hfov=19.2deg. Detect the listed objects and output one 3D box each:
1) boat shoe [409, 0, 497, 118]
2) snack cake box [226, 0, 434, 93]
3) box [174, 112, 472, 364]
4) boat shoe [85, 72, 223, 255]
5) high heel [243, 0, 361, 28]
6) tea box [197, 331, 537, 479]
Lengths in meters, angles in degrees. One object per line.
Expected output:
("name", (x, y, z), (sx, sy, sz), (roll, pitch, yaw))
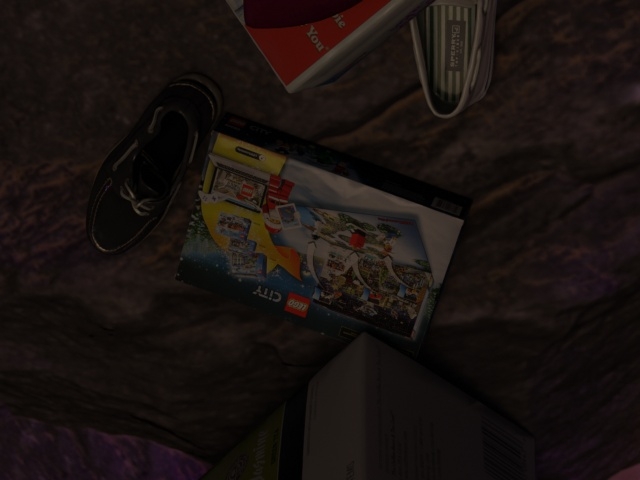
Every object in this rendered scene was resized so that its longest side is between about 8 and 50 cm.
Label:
("boat shoe", (0.108, -0.207, 1.517), (0.083, 0.076, 0.226), (-3, 115, 17))
("snack cake box", (-0.027, -0.267, 1.478), (0.152, 0.089, 0.264), (-36, 84, 28))
("box", (0.000, 0.000, 1.672), (0.233, 0.044, 0.159), (20, 120, 6))
("boat shoe", (-0.159, -0.059, 1.677), (0.075, 0.065, 0.206), (35, 121, -3))
("high heel", (-0.053, -0.341, 1.344), (0.181, 0.127, 0.377), (-23, 93, 20))
("tea box", (0.016, 0.325, 1.645), (0.220, 0.329, 0.323), (33, 123, -23))
